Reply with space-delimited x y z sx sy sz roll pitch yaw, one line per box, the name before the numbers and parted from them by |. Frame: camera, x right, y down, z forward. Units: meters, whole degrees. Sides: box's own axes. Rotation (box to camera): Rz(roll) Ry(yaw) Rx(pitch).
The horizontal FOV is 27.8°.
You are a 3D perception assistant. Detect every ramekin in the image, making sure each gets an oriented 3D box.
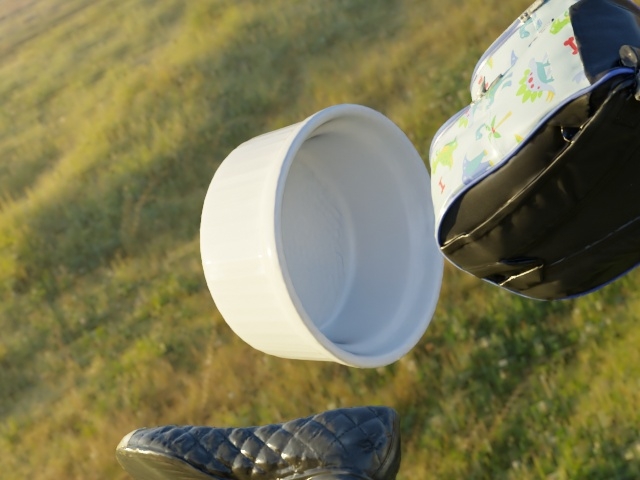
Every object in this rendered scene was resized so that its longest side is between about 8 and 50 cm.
ramekin | 0.000 0.000 1.389 0.135 0.277 0.277 -7 27 41

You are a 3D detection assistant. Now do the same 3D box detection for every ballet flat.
ballet flat | -0.033 0.112 0.661 0.173 0.057 0.049 -4 43 33

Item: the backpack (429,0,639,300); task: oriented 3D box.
backpack | 0.101 -0.035 0.505 0.114 0.105 0.084 -42 36 33
